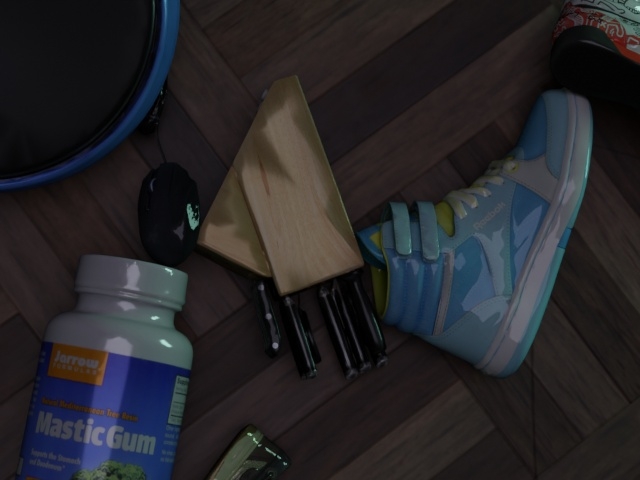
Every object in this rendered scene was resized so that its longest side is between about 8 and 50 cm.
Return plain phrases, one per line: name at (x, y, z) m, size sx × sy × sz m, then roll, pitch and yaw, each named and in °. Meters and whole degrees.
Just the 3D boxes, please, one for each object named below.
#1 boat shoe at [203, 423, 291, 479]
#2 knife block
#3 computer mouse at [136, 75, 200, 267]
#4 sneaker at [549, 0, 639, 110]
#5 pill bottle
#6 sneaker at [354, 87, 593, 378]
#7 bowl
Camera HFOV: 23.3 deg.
boat shoe at (-0.110, 0.294, 1.580) m, size 0.073 × 0.080 × 0.223 m, roll 33°, pitch 77°, yaw 4°
knife block at (0.000, 0.000, 1.621) m, size 0.242 × 0.088 × 0.275 m, roll 26°, pitch 81°, yaw -3°
computer mouse at (-0.170, -0.085, 1.598) m, size 0.041 × 0.071 × 0.242 m, roll 11°, pitch 56°, yaw -42°
sneaker at (0.372, -0.183, 1.655) m, size 0.270 × 0.090 × 0.145 m, roll 24°, pitch 41°, yaw -7°
pill bottle at (-0.211, 0.156, 1.548) m, size 0.152 × 0.152 × 0.272 m, roll 10°, pitch 83°, yaw -5°
sneaker at (0.153, -0.035, 1.622) m, size 0.208 × 0.127 × 0.319 m, roll 19°, pitch 81°, yaw -5°
bowl at (-0.334, -0.234, 1.531) m, size 0.391 × 0.077 × 0.391 m, roll -1°, pitch 103°, yaw -5°
